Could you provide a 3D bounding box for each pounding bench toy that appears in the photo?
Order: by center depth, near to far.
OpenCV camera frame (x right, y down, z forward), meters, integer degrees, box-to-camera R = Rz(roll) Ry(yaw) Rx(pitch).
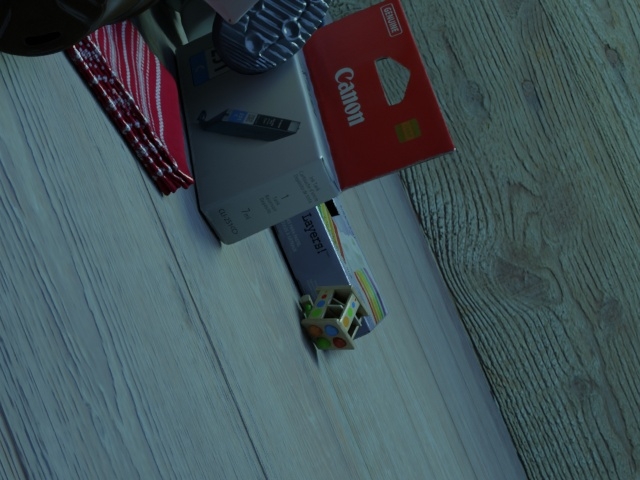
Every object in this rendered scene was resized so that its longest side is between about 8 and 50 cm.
[{"bbox_3d":[0.004,0.096,1.794,0.052,0.083,0.065,57,44,-36],"label":"pounding bench toy"}]

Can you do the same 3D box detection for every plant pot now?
[{"bbox_3d":[-0.193,-0.217,1.085,0.167,0.167,0.165,64,16,-18],"label":"plant pot"}]

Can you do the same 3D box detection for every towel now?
[{"bbox_3d":[-0.197,-0.190,1.379,0.199,0.031,0.275,-105,168,-48],"label":"towel"}]

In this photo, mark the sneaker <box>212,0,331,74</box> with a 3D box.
[{"bbox_3d":[-0.049,-0.299,1.669,0.112,0.131,0.319,39,59,-22],"label":"sneaker"}]

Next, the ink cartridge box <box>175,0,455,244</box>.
[{"bbox_3d":[-0.017,-0.156,1.613,0.296,0.261,0.066,-104,168,-47],"label":"ink cartridge box"}]

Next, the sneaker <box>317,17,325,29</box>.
[{"bbox_3d":[-0.059,-0.421,2.406,0.296,0.112,0.131,74,8,-70],"label":"sneaker"}]

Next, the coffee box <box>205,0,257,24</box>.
[{"bbox_3d":[-0.097,-0.496,1.490,0.338,0.337,0.334,40,20,-25],"label":"coffee box"}]

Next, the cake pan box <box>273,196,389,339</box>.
[{"bbox_3d":[0.000,0.000,1.959,0.246,0.070,0.267,-5,71,-83],"label":"cake pan box"}]

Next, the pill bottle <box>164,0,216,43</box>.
[{"bbox_3d":[-0.139,-0.342,1.793,0.131,0.131,0.229,49,20,-64],"label":"pill bottle"}]
